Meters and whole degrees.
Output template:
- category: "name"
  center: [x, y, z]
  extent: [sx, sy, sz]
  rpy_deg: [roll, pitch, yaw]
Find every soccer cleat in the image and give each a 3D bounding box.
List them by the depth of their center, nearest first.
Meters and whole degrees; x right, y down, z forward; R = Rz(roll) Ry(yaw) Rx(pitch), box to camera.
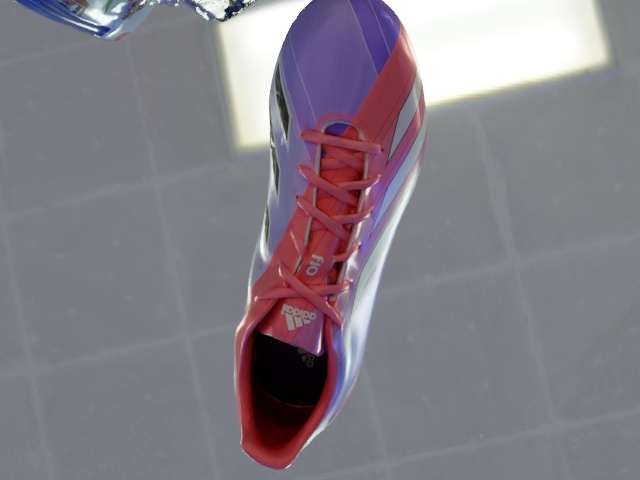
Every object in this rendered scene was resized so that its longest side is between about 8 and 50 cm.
- category: "soccer cleat"
  center: [0.000, 0.000, 0.597]
  extent: [0.083, 0.095, 0.248]
  rpy_deg: [13, -62, 3]

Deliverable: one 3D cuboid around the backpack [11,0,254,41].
- category: "backpack"
  center: [-0.121, -0.245, 0.624]
  extent: [0.213, 0.263, 0.276]
  rpy_deg: [-39, -99, 4]
